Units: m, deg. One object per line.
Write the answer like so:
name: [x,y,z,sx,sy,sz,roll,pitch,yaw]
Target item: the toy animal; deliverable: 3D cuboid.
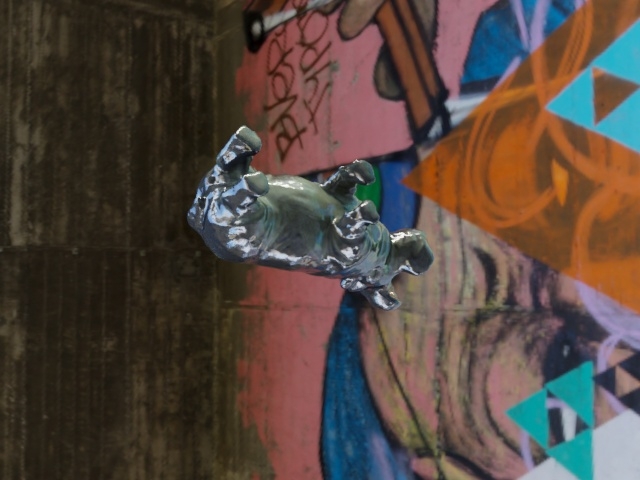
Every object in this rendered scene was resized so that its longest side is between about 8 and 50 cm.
toy animal: [0.015,-0.006,0.862,0.343,0.168,0.106,24,-136,-37]
